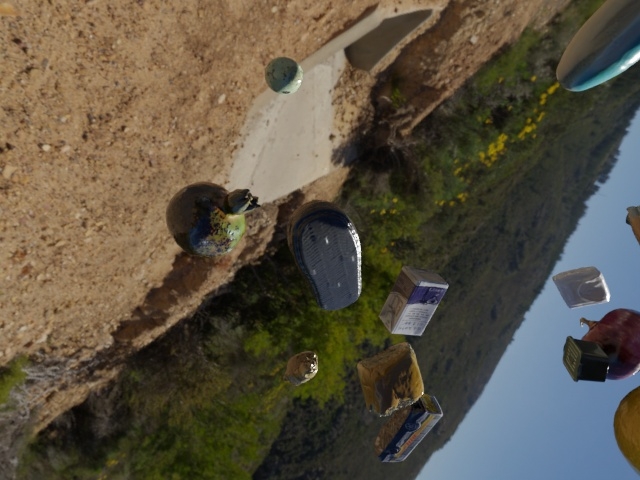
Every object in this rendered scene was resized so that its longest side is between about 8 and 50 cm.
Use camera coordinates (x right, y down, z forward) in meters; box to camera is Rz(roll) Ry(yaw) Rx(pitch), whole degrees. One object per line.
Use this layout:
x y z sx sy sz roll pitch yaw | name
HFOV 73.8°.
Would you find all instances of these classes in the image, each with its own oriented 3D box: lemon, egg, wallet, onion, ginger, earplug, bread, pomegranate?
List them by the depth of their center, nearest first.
0.136 0.264 0.807 0.125 0.082 0.106 -18 107 -15 | bread
0.756 0.424 0.897 0.253 0.229 0.228 -49 157 -54 | lemon
0.673 -0.475 0.943 0.185 0.185 0.324 -33 170 -50 | earplug
-0.084 -0.390 1.010 0.085 0.110 0.085 -20 119 -40 | egg
-0.036 0.322 1.093 0.096 0.067 0.165 -41 -178 -32 | ginger
0.822 0.295 1.188 0.200 0.200 0.207 -42 180 -40 | onion
0.768 0.142 1.250 0.183 0.124 0.031 44 42 -36 | wallet
-0.361 -0.091 1.481 0.341 0.284 0.285 -26 174 28 | pomegranate

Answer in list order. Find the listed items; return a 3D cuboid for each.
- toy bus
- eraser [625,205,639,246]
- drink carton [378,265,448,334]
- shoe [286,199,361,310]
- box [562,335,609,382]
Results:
0.176 0.384 0.871 0.171 0.072 0.057 -64 -157 26 | toy bus
0.801 0.058 0.968 0.087 0.171 0.290 -31 -150 37 | eraser
0.311 0.208 1.443 0.134 0.102 0.222 9 114 -29 | drink carton
0.000 0.000 1.132 0.172 0.237 0.383 -21 139 -2 | shoe
0.663 0.299 1.067 0.122 0.069 0.084 -41 134 -71 | box
